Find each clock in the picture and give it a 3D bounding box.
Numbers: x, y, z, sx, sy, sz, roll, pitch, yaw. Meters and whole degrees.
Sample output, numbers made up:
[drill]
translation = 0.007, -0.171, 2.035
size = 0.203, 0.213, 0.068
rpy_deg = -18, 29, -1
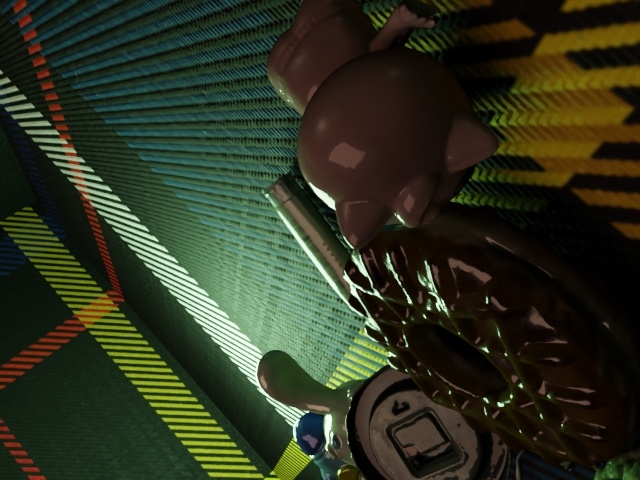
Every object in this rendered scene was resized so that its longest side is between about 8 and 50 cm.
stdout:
[clock]
translation = 0.146, 0.267, 0.813
size = 0.225, 0.049, 0.226
rpy_deg = 4, 101, 24

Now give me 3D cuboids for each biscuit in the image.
[biscuit]
translation = 0.164, 0.096, 0.610
size = 0.332, 0.103, 0.332
rpy_deg = 36, 156, 19

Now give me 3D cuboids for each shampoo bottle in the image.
[shampoo bottle]
translation = 0.000, 0.000, 0.844
size = 0.212, 0.049, 0.072
rpy_deg = 54, 158, -7

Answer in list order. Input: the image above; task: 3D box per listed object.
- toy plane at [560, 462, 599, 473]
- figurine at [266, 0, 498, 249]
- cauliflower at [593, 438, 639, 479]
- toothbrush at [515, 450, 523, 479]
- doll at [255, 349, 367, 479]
[toy plane]
translation = 0.294, 0.251, 0.709
size = 0.080, 0.033, 0.083
rpy_deg = 28, 147, 20
[figurine]
translation = 0.041, -0.131, 0.536
size = 0.186, 0.176, 0.287
rpy_deg = 18, -150, -53
[cauliflower]
translation = 0.352, 0.310, 0.516
size = 0.250, 0.275, 0.272
rpy_deg = 23, 136, -21
[toothbrush]
translation = 0.278, 0.304, 0.830
size = 0.013, 0.011, 0.131
rpy_deg = 16, 138, 32
[doll]
translation = 0.085, 0.353, 1.004
size = 0.376, 0.187, 0.366
rpy_deg = 33, 149, 33
